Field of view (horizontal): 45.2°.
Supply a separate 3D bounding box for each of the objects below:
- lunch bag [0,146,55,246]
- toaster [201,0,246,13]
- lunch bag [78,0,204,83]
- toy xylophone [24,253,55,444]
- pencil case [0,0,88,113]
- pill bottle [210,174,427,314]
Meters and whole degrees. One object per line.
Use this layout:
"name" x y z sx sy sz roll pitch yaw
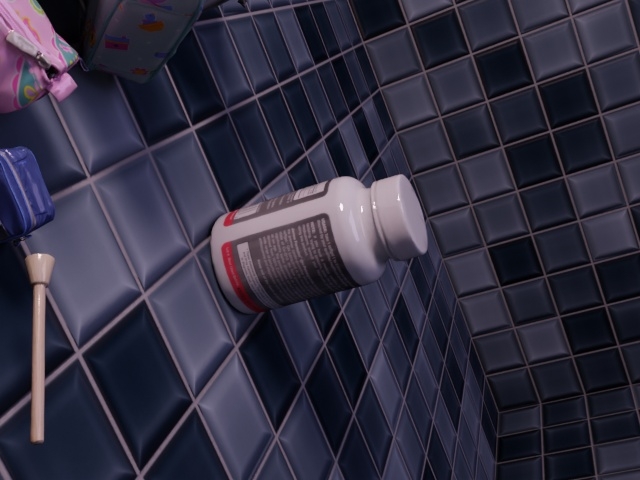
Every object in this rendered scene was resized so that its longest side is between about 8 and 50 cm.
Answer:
"lunch bag" -0.322 -0.041 0.779 0.065 0.067 0.099 -46 118 -68
"toaster" -0.226 -0.497 1.333 0.168 0.110 0.186 42 29 -54
"lunch bag" -0.230 -0.349 0.994 0.107 0.279 0.224 8 70 -29
"toy xylophone" -0.332 0.072 0.637 0.236 0.081 0.323 46 33 -51
"pencil case" -0.362 -0.260 0.773 0.284 0.124 0.124 59 24 -31
"pill bottle" 0.000 0.000 1.232 0.176 0.318 0.176 -16 90 -70
